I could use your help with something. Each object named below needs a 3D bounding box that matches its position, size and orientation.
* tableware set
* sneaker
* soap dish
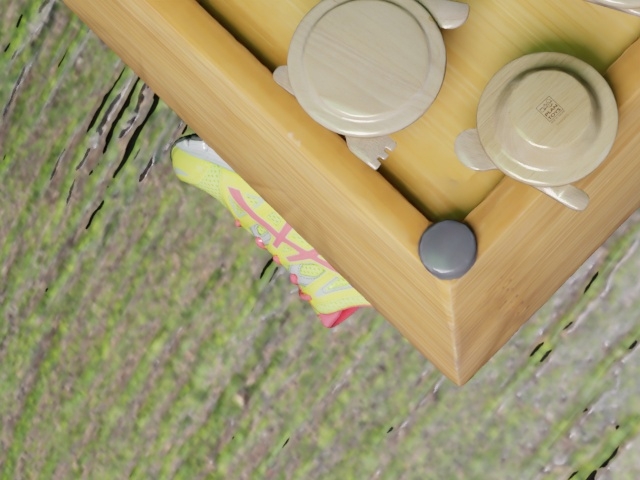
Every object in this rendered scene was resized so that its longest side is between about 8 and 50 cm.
[{"bbox_3d":[0.071,-0.097,0.470,0.141,0.020,0.169,24,82,10],"label":"tableware set"},{"bbox_3d":[0.000,0.000,0.646,0.208,0.081,0.094,25,112,22],"label":"sneaker"},{"bbox_3d":[0.039,-0.115,0.549,0.229,0.118,0.291,-45,77,-2],"label":"soap dish"}]
